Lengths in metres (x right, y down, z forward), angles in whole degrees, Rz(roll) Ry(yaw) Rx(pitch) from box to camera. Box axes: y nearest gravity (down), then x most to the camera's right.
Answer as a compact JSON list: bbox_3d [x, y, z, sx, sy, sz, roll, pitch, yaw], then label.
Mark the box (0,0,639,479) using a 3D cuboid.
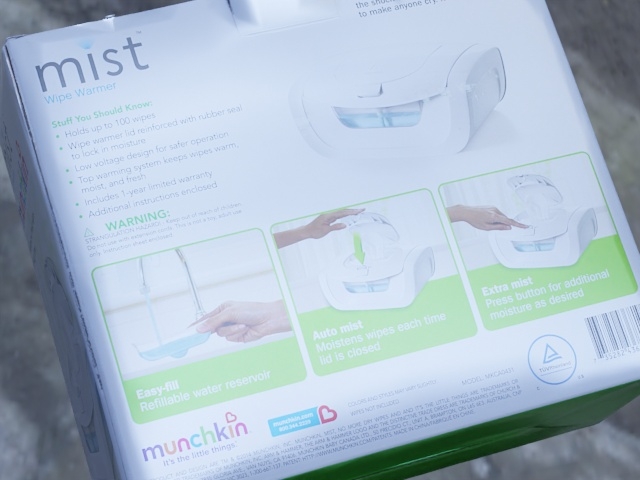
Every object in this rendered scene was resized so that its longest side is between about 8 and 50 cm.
[{"bbox_3d":[0.000,0.000,0.861,0.262,0.231,0.127,-15,165,-16],"label":"box"}]
